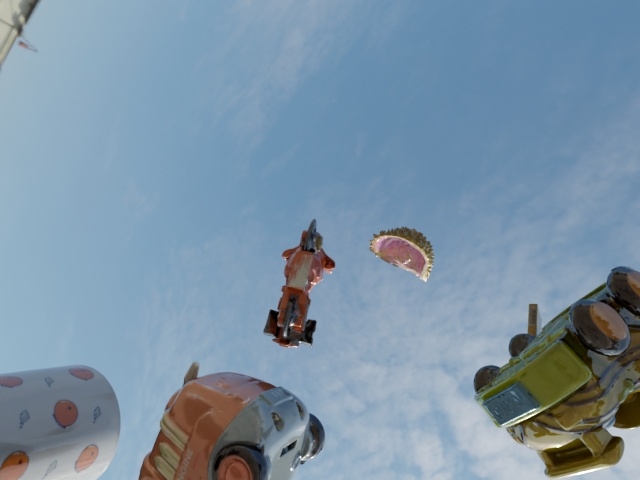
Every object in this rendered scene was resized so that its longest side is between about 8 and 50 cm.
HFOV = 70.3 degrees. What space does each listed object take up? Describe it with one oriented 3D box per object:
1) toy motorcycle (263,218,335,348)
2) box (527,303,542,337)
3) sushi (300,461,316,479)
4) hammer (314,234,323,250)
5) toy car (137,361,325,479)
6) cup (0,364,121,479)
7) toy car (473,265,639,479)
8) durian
[{"bbox_3d":[-0.052,0.119,1.162,0.148,0.221,0.325,12,-113,5],"label":"toy motorcycle"},{"bbox_3d":[0.486,0.232,1.033,0.023,0.087,0.155,0,-124,30],"label":"box"},{"bbox_3d":[-0.079,0.524,1.194,0.059,0.292,0.294,-45,-170,-22],"label":"sushi"},{"bbox_3d":[0.000,0.000,0.836,0.014,0.123,0.029,5,-85,3],"label":"hammer"},{"bbox_3d":[-0.141,0.310,0.619,0.213,0.181,0.270,20,-87,26],"label":"toy car"},{"bbox_3d":[-0.499,0.306,0.682,0.213,0.317,0.212,-4,-102,19],"label":"cup"},{"bbox_3d":[0.298,0.149,0.508,0.142,0.248,0.200,52,-33,20],"label":"toy car"},{"bbox_3d":[0.252,0.027,1.333,0.182,0.165,0.132,36,-83,26],"label":"durian"}]
